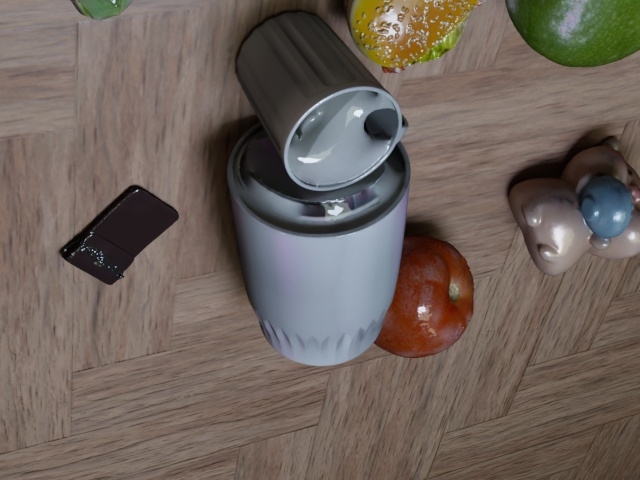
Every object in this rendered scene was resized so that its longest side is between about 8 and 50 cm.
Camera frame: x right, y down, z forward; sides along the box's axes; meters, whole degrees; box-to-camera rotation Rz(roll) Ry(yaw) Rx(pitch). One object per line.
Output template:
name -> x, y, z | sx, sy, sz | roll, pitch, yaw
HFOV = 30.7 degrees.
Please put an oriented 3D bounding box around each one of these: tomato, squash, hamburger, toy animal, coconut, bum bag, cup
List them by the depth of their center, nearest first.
coconut -> -0.259, -0.298, 1.369 | 0.082, 0.081, 0.083 | -5, 127, -48
hamburger -> 0.131, -0.327, 1.567 | 0.210, 0.116, 0.173 | -39, 138, 8
cup -> 0.002, -0.179, 1.568 | 0.167, 0.202, 0.221 | -36, 142, 5
squash -> 0.390, -0.356, 1.570 | 0.310, 0.310, 0.309 | -17, 141, -18
bum bag -> -0.289, -0.005, 1.701 | 0.159, 0.026, 0.109 | -42, 140, 11
cup -> 0.000, 0.000, 1.727 | 0.253, 0.253, 0.371 | -20, 143, -15
tomato -> 0.154, 0.094, 1.972 | 0.184, 0.208, 0.208 | -8, 157, 38
toy animal -> 0.450, -0.043, 2.019 | 0.221, 0.210, 0.229 | -21, -179, 25
